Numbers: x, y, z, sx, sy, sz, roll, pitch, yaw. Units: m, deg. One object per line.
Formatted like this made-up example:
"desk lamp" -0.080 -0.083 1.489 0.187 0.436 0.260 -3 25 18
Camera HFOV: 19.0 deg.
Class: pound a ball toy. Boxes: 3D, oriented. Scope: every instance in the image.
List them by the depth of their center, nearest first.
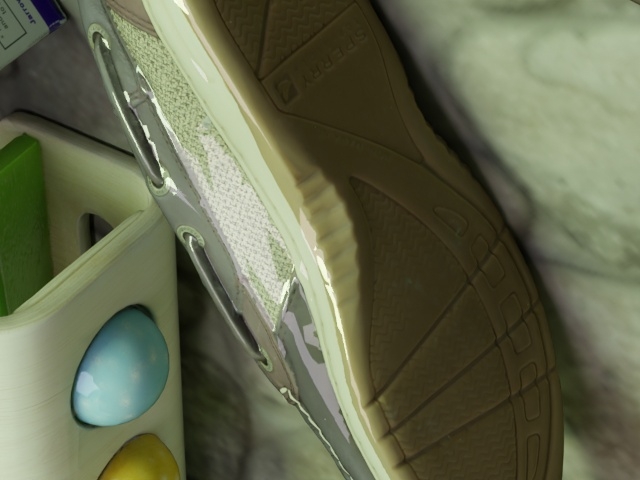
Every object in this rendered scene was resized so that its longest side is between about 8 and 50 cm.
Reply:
"pound a ball toy" -0.147 0.134 0.871 0.136 0.208 0.319 25 136 25

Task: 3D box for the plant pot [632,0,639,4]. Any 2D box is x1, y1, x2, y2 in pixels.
"plant pot" 0.147 -0.117 0.446 0.165 0.167 0.167 2 126 49

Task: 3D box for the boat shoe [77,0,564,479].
"boat shoe" 0.000 0.000 0.720 0.092 0.103 0.285 -9 115 50

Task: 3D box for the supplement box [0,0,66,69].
"supplement box" -0.227 -0.063 0.754 0.111 0.220 0.114 -18 112 47
